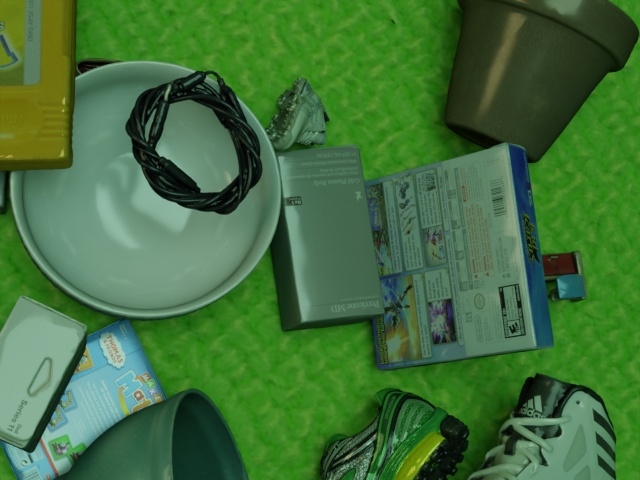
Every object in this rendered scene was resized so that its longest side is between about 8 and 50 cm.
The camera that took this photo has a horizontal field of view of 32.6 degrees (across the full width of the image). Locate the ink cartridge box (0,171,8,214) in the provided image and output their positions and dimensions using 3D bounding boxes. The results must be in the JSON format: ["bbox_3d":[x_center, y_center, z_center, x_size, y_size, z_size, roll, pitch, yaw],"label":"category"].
[{"bbox_3d":[-0.564,-0.204,1.407,0.330,0.071,0.324,3,79,-16],"label":"ink cartridge box"}]

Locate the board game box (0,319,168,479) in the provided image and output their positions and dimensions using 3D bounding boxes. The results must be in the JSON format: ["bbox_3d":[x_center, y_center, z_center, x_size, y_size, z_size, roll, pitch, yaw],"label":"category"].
[{"bbox_3d":[-0.310,0.214,1.407,0.212,0.039,0.160,-25,86,-17],"label":"board game box"}]

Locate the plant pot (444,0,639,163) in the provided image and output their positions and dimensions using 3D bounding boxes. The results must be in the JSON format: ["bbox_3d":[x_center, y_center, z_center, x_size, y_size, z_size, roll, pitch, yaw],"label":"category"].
[{"bbox_3d":[0.288,-0.242,1.567,0.263,0.263,0.229,25,90,-9],"label":"plant pot"}]

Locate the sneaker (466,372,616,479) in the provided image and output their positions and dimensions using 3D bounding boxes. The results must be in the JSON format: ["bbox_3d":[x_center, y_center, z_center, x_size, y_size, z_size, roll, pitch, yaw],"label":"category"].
[{"bbox_3d":[0.220,0.298,1.405,0.448,0.169,0.257,2,90,-40],"label":"sneaker"}]

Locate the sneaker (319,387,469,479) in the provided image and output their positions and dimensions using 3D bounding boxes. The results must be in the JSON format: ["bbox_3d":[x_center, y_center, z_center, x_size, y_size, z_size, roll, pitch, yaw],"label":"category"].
[{"bbox_3d":[0.044,0.349,1.450,0.146,0.134,0.343,34,77,31],"label":"sneaker"}]

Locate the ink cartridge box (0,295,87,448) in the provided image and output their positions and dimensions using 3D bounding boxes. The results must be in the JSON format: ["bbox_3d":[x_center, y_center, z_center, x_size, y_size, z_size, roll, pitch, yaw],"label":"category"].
[{"bbox_3d":[-0.343,0.161,1.279,0.087,0.208,0.153,27,73,-6],"label":"ink cartridge box"}]

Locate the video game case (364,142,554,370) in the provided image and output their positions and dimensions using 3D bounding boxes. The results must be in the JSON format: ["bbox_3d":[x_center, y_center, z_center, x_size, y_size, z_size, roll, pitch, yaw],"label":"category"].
[{"bbox_3d":[0.176,0.028,1.478,0.061,0.244,0.269,6,75,-53],"label":"video game case"}]

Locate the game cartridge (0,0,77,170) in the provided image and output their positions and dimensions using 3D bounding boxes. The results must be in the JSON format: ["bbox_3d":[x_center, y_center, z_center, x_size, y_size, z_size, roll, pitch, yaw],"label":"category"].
[{"bbox_3d":[-0.444,-0.239,1.341,0.285,0.052,0.323,-2,71,-3],"label":"game cartridge"}]

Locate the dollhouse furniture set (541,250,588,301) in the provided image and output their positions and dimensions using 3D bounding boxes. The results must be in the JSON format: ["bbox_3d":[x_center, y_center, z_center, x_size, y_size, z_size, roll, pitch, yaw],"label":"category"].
[{"bbox_3d":[0.302,0.023,1.562,0.184,0.129,0.128,-4,80,-15],"label":"dollhouse furniture set"}]

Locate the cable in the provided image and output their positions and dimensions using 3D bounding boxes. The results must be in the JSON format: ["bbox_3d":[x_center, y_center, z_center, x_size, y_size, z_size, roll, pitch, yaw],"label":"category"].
[{"bbox_3d":[-0.155,-0.116,1.363,0.151,0.047,0.184,-21,86,-18],"label":"cable"}]

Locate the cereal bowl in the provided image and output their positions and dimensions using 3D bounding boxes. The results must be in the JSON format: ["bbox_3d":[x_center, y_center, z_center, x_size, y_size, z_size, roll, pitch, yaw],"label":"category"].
[{"bbox_3d":[-0.229,-0.055,1.428,0.339,0.141,0.338,3,78,-14],"label":"cereal bowl"}]

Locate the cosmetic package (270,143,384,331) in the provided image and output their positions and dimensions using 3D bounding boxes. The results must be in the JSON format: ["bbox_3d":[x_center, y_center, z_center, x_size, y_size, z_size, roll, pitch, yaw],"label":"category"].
[{"bbox_3d":[0.000,0.000,1.500,0.127,0.107,0.237,-7,78,-19],"label":"cosmetic package"}]

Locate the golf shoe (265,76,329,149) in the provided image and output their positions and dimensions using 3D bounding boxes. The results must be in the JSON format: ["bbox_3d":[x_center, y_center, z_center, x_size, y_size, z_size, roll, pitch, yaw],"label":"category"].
[{"bbox_3d":[-0.022,-0.160,1.506,0.086,0.069,0.176,44,30,-15],"label":"golf shoe"}]

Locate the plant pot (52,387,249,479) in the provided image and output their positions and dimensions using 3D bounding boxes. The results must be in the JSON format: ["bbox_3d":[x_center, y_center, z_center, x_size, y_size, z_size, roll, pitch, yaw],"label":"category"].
[{"bbox_3d":[-0.209,0.343,1.305,0.196,0.293,0.293,-17,83,9],"label":"plant pot"}]

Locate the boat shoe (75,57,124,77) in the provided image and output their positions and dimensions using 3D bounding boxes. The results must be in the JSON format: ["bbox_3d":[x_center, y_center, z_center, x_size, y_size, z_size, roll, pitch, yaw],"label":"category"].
[{"bbox_3d":[-0.273,-0.221,1.499,0.135,0.045,0.050,3,79,-15],"label":"boat shoe"}]
